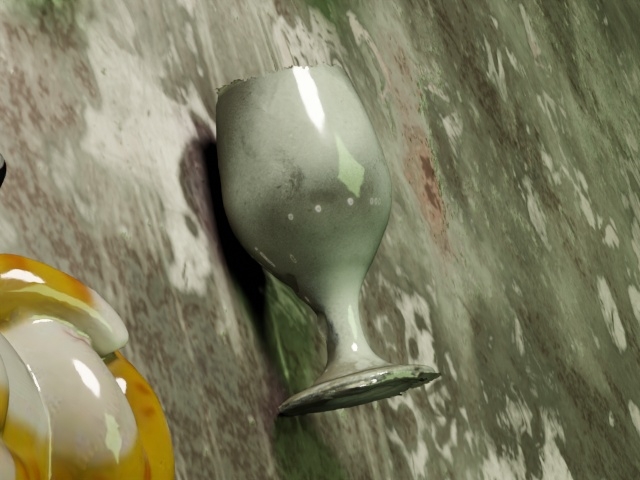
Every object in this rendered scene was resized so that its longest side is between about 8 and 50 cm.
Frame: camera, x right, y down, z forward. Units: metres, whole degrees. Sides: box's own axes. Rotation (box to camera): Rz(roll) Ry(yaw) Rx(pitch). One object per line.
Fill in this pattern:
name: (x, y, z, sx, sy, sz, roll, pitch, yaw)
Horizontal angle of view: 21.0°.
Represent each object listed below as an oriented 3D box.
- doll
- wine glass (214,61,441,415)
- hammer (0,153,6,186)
doll: (-0.162, 0.082, 0.716, 0.270, 0.162, 0.166, 24, 25, -55)
wine glass: (0.000, 0.000, 1.239, 0.126, 0.126, 0.241, 15, 60, -65)
hammer: (-0.260, -0.098, 0.749, 0.044, 0.152, 0.427, 33, -9, 28)
